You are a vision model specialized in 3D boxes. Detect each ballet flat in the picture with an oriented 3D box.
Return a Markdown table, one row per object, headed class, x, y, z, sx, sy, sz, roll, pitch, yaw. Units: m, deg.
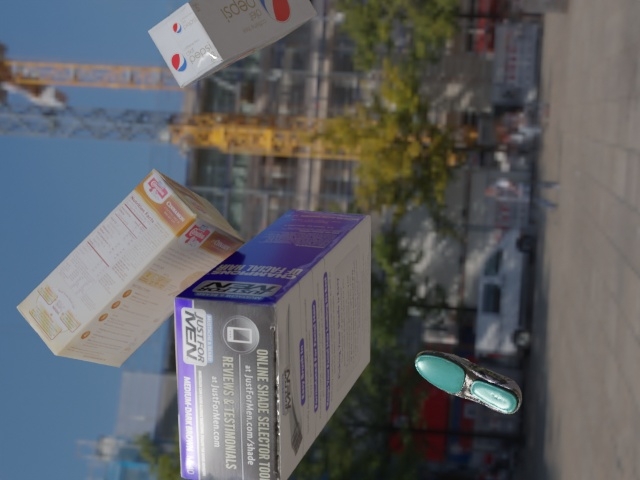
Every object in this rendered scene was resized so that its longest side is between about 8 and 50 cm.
| class | x | y | z | sx | sy | sz | roll | pitch | yaw |
| --- | --- | --- | --- | --- | --- | --- | --- | --- | --- |
| ballet flat | 0.151 | 0.140 | 1.184 | 0.041 | 0.114 | 0.041 | -57 | -18 | -30 |

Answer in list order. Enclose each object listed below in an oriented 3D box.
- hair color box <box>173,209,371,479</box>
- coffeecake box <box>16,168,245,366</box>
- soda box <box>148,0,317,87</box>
| class | x | y | z | sx | sy | sz | roll | pitch | yaw |
| --- | --- | --- | --- | --- | --- | --- | --- | --- | --- |
| hair color box | -0.037 | 0.097 | 1.212 | 0.339 | 0.110 | 0.185 | -44 | -44 | -69 |
| coffeecake box | -0.179 | 0.031 | 1.140 | 0.185 | 0.068 | 0.142 | -44 | -18 | 3 |
| soda box | -0.093 | -0.244 | 1.309 | 0.074 | 0.069 | 0.216 | 59 | -144 | -7 |
